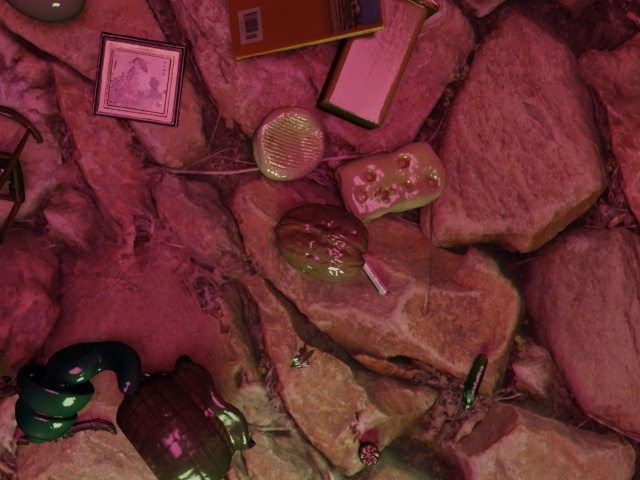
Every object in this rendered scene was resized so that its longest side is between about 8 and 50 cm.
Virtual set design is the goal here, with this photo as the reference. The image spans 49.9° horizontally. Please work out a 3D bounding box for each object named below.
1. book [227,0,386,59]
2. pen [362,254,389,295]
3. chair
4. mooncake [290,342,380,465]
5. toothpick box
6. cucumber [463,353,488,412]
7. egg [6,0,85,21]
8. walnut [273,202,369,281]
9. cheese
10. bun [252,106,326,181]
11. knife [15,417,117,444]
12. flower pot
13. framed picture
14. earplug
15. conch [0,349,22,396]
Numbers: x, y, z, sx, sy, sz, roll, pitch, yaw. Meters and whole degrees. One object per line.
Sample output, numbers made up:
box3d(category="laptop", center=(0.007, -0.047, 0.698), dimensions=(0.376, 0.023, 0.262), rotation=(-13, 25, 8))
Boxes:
box3d(category="book", center=(-0.043, -0.568, 1.541), dimensions=(0.374, 0.028, 0.263), rotation=(-5, 90, 22))
box3d(category="pen", center=(0.102, 0.050, 1.694), dimensions=(0.025, 0.025, 0.204), rotation=(-37, 97, -8))
box3d(category="chair", center=(-0.725, -0.146, 1.470), dimensions=(0.188, 0.166, 0.272), rotation=(12, 47, -10))
box3d(category="mooncake", center=(0.039, 0.403, 1.684), dimensions=(0.347, 0.057, 0.150), rotation=(40, 72, -16))
box3d(category="toothpick box", center=(0.119, -0.432, 1.609), dimensions=(0.187, 0.190, 0.308), rotation=(21, 93, -11))
box3d(category="cucumber", center=(0.392, 0.362, 1.753), dimensions=(0.037, 0.037, 0.155), rotation=(20, 87, -11))
box3d(category="egg", center=(-0.604, -0.550, 1.477), dimensions=(0.198, 0.146, 0.146), rotation=(25, 87, -4))
box3d(category="walnut", center=(0.000, 0.000, 1.603), dimensions=(0.230, 0.178, 0.178), rotation=(15, 89, 7))
box3d(category="cheese", center=(0.174, -0.142, 1.668), dimensions=(0.263, 0.093, 0.159), rotation=(-18, 96, -10))
box3d(category="bun", center=(-0.080, -0.230, 1.611), dimensions=(0.183, 0.102, 0.183), rotation=(-7, 108, -22))
box3d(category="knife", center=(-0.582, 0.439, 1.577), dimensions=(0.222, 0.021, 0.046), rotation=(-4, 95, -11))
box3d(category="flower pot", center=(-0.303, 0.410, 1.512), dimensions=(0.213, 0.302, 0.302), rotation=(-37, 98, -21))
box3d(category="framed picture", center=(-0.415, -0.370, 1.588), dimensions=(0.199, 0.010, 0.195), rotation=(7, 91, -11))
box3d(category="earplug", center=(-0.533, 0.328, 1.499), dimensions=(0.257, 0.164, 0.280), rotation=(28, 92, 2))
box3d(category="conch", center=(-0.779, 0.282, 1.447), dimensions=(0.186, 0.313, 0.241), rotation=(57, 46, -47))
